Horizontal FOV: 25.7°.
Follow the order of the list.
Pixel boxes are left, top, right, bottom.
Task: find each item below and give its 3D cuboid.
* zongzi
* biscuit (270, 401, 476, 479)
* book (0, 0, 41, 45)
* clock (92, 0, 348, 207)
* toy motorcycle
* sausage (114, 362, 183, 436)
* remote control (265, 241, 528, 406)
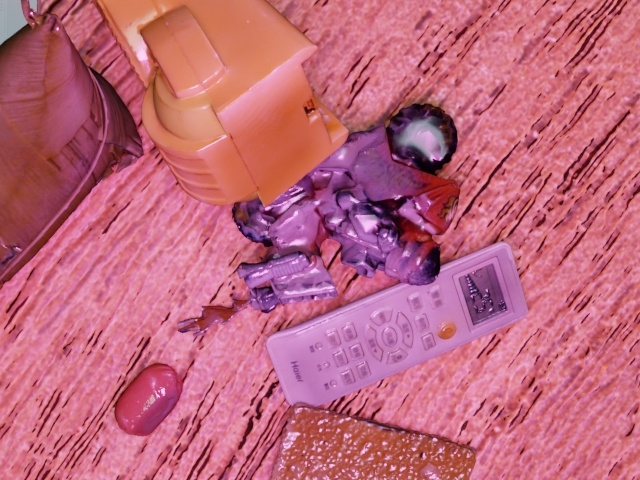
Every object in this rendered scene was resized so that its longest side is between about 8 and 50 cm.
[{"bbox_3d":[-0.390,-0.038,1.488,0.181,0.418,0.447,39,82,3],"label":"zongzi"},{"bbox_3d":[0.061,0.281,1.683,0.237,0.026,0.131,15,96,-11],"label":"biscuit"},{"bbox_3d":[-0.404,-0.276,1.675,0.138,0.016,0.198,1,89,-4],"label":"book"},{"bbox_3d":[-0.138,-0.209,1.566,0.200,0.244,0.317,-32,61,-7],"label":"clock"},{"bbox_3d":[0.000,0.000,1.637,0.401,0.134,0.207,-24,74,0],"label":"toy motorcycle"},{"bbox_3d":[-0.201,0.190,1.657,0.094,0.054,0.059,-49,132,-1],"label":"sausage"},{"bbox_3d":[0.090,0.098,1.682,0.313,0.055,0.109,-22,116,-6],"label":"remote control"}]
